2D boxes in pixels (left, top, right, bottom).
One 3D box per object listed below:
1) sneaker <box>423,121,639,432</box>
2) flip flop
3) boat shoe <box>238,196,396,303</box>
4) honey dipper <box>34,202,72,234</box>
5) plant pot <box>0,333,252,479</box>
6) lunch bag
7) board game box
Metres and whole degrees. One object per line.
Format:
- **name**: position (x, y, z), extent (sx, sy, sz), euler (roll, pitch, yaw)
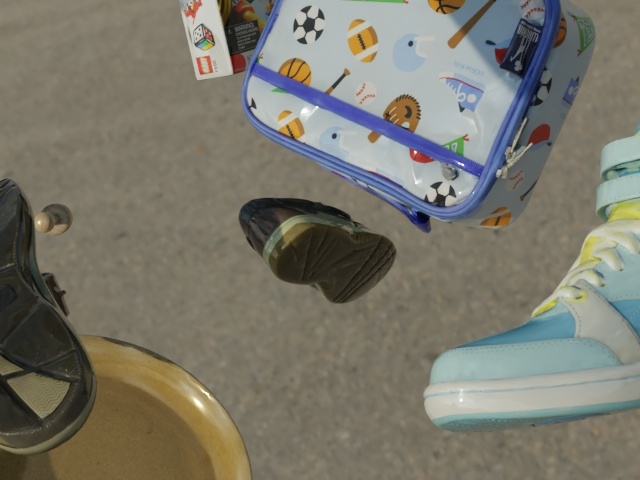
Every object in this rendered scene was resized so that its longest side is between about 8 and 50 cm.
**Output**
- **sneaker**: position (0.198, 0.015, 1.023), extent (0.319, 0.208, 0.127), euler (-9, -8, -24)
- **flip flop**: position (-0.216, 0.056, 1.041), extent (0.112, 0.080, 0.277), euler (-37, 44, -2)
- **boat shoe**: position (-0.001, 0.001, 1.302), extent (0.080, 0.073, 0.223), euler (-48, -22, 10)
- **honey dipper**: position (-0.245, -0.017, 1.354), extent (0.030, 0.030, 0.161), euler (-27, 6, -4)
- **plant pot**: position (-0.166, 0.170, 1.072), extent (0.236, 0.032, 0.236), euler (12, 45, -12)
- **lunch bag**: position (0.083, -0.146, 1.322), extent (0.303, 0.115, 0.243), euler (28, 97, 34)
- **board game box**: position (-0.042, -0.290, 1.542), extent (0.053, 0.193, 0.305), euler (-5, 14, 35)
